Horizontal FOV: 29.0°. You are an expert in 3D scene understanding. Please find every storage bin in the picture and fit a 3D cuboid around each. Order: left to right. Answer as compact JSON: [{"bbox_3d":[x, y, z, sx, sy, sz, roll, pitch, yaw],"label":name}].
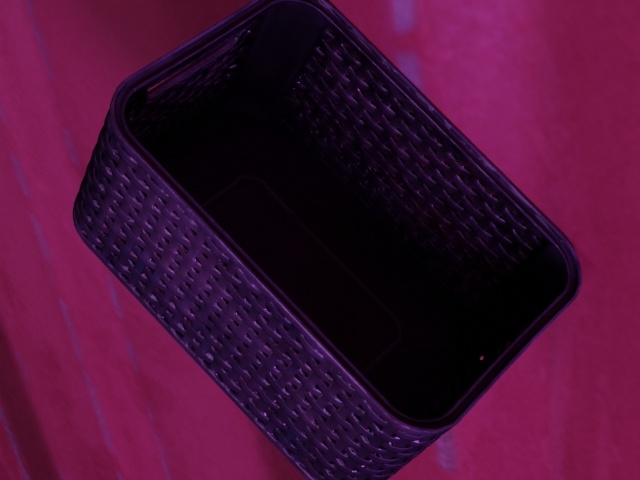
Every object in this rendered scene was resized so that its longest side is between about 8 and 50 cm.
[{"bbox_3d":[0.000,0.000,0.513,0.180,0.122,0.084,45,145,8],"label":"storage bin"}]
